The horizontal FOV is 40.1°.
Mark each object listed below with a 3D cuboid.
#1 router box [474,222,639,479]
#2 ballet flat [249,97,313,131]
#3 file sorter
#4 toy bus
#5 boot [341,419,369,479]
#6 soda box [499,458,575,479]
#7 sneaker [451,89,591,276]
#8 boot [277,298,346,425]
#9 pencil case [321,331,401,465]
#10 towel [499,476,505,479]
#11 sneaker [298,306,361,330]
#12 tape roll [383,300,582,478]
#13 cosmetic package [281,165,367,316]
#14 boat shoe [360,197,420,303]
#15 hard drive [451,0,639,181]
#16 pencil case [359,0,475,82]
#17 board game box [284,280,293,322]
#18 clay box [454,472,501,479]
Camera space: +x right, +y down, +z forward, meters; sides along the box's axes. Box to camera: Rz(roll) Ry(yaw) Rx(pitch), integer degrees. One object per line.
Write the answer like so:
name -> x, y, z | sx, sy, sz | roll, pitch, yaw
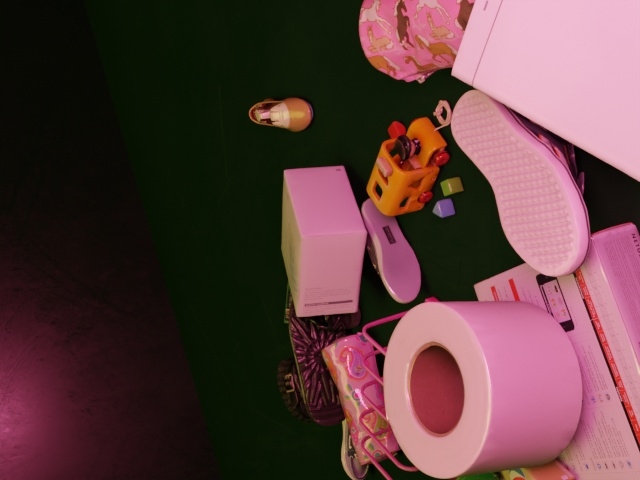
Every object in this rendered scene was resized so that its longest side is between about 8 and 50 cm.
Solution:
router box -> 0.384, 0.177, 1.269 | 0.301, 0.082, 0.335 | -35, 71, 64
ballet flat -> -0.097, -0.288, 2.032 | 0.232, 0.073, 0.080 | 14, 116, 62
file sorter -> 0.185, 0.294, 1.624 | 0.202, 0.182, 0.290 | 40, 137, 51
toy bus -> 0.150, -0.136, 1.564 | 0.191, 0.104, 0.202 | 8, 110, 63
boot -> 0.093, 0.482, 2.042 | 0.086, 0.069, 0.189 | -165, 65, -65
soda box -> 0.307, 0.336, 1.347 | 0.181, 0.058, 0.061 | 44, 143, 51
sneaker -> 0.307, -0.086, 1.224 | 0.126, 0.128, 0.321 | -52, 46, 37
boot -> -0.028, 0.278, 2.121 | 0.260, 0.131, 0.347 | 157, 110, -76
pencil case -> 0.098, 0.345, 1.917 | 0.124, 0.124, 0.284 | -43, 65, 62
towel -> 0.349, 0.443, 1.530 | 0.197, 0.029, 0.144 | 15, 116, 57
sneaker -> -0.005, 0.100, 1.968 | 0.087, 0.130, 0.227 | -36, 68, 47
tape roll -> 0.226, 0.208, 1.255 | 0.246, 0.169, 0.246 | -3, 86, 60
cosmetic package -> 0.000, 0.000, 1.827 | 0.224, 0.138, 0.224 | -106, 16, -48
boat shoe -> 0.129, 0.027, 1.729 | 0.076, 0.080, 0.228 | 114, 137, -61
hard drive -> 0.339, -0.210, 1.026 | 0.353, 0.047, 0.233 | 33, 139, 18
pencil case -> 0.209, -0.334, 1.283 | 0.160, 0.167, 0.386 | -61, 25, -11
board game box -> -0.061, 0.062, 2.124 | 0.136, 0.030, 0.259 | -90, 6, -50
clay box -> 0.248, 0.412, 1.460 | 0.053, 0.127, 0.222 | 43, -174, 18
